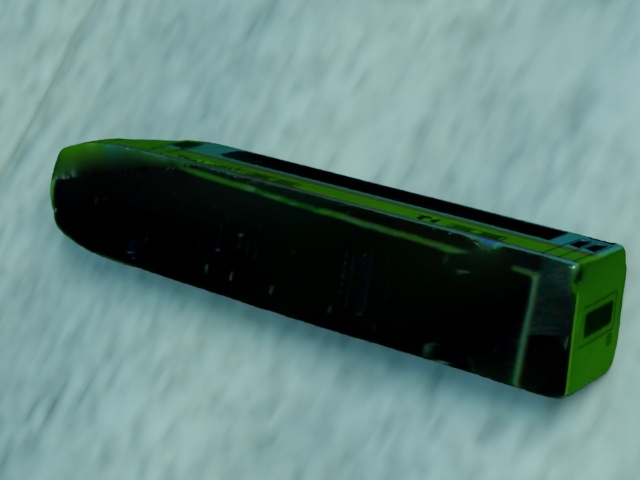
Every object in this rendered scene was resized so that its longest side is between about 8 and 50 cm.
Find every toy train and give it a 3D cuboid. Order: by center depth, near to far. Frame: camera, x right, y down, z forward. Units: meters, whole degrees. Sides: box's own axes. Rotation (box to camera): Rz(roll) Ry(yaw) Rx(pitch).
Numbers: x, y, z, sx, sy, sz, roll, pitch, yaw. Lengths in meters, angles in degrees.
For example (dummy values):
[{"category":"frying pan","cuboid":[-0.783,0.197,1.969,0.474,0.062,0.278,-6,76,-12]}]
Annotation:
[{"category":"toy train","cuboid":[0.000,0.000,0.579,0.209,0.042,0.044,16,110,33]}]
